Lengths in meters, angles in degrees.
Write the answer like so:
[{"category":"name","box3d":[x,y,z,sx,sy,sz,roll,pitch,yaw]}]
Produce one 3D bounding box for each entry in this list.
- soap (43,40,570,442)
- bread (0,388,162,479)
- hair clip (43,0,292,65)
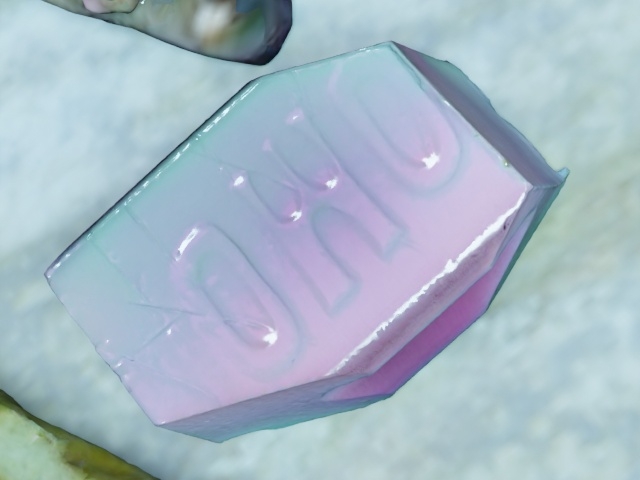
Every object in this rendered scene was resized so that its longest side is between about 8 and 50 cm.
[{"category":"soap","box3d":[0.000,0.000,0.614,0.149,0.056,0.100,-41,73,7]},{"category":"bread","box3d":[-0.110,0.117,0.615,0.232,0.088,0.128,25,79,27]},{"category":"hair clip","box3d":[-0.154,-0.124,0.670,0.300,0.069,0.173,18,105,18]}]
